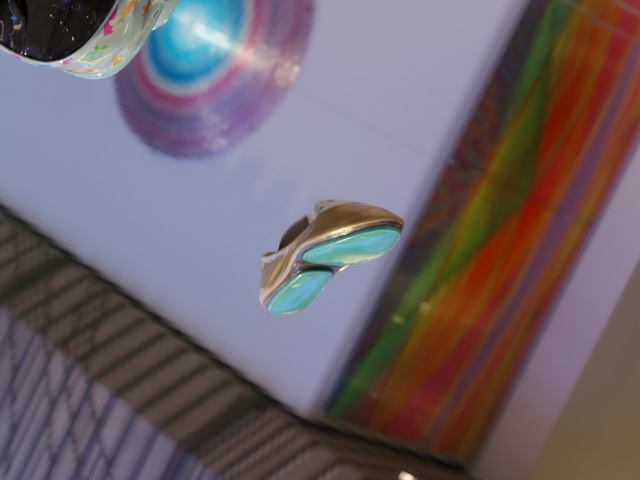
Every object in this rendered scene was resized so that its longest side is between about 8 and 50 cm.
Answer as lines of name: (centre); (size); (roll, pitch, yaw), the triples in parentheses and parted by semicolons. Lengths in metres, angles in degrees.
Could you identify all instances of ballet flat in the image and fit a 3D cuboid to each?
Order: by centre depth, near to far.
ballet flat: (0.000, 0.000, 1.501); (0.080, 0.073, 0.232); (6, 155, -30)

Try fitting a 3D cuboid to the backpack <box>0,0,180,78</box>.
backpack: (-0.245, -0.299, 1.635); (0.225, 0.253, 0.191); (32, -174, 21)
